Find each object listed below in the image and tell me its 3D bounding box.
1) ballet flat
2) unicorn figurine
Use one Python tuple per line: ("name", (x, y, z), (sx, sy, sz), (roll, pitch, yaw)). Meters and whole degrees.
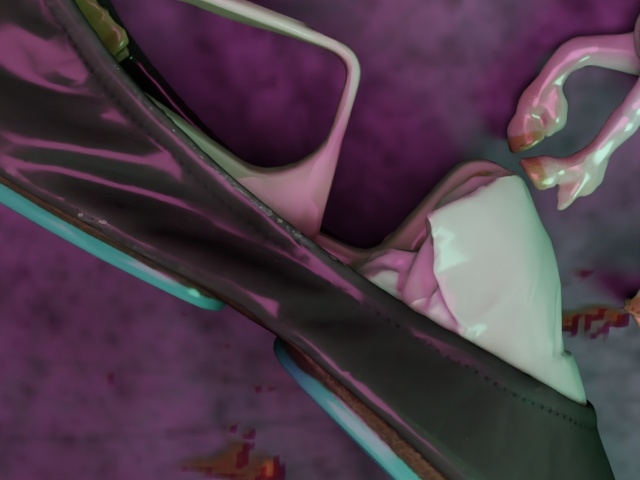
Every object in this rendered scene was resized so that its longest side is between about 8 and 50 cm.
("ballet flat", (0.000, 0.000, 0.462), (0.280, 0.095, 0.096), (37, 95, -7))
("unicorn figurine", (0.112, -0.039, 0.470), (0.111, 0.060, 0.162), (-36, 116, 9))
